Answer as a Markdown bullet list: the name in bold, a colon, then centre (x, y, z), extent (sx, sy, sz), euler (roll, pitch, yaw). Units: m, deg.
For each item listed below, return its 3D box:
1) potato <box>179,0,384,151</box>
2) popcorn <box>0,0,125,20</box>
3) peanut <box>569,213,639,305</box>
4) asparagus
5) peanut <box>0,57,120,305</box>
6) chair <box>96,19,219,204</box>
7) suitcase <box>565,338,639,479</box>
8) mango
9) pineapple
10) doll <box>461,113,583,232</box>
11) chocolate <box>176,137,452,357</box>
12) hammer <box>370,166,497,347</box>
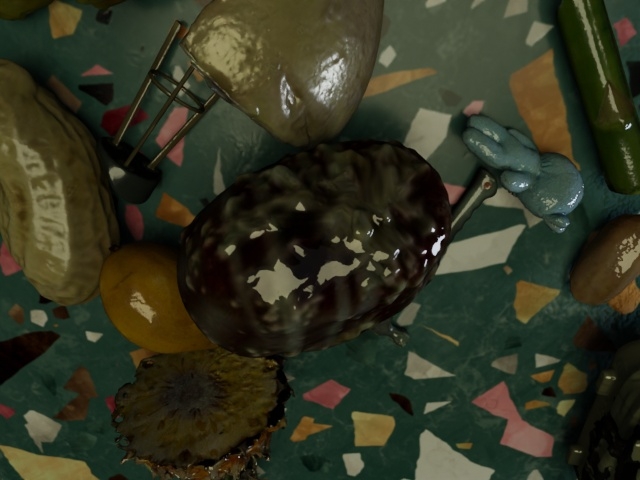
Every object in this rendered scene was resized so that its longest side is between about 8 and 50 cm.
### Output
- **potato**: centre (0.008, -0.244, 0.619), extent (0.189, 0.211, 0.264), euler (38, 104, -10)
- **popcorn**: centre (-0.310, -0.368, 0.544), extent (0.325, 0.290, 0.321), euler (15, 110, -24)
- **peanut**: centre (0.403, 0.027, 0.776), extent (0.076, 0.076, 0.152), euler (26, 116, -8)
- **asparagus**: centre (0.352, -0.183, 0.703), extent (0.060, 0.067, 0.278), euler (-14, 108, 36)
- **peanut**: centre (-0.357, -0.069, 0.734), extent (0.153, 0.140, 0.325), euler (-9, 110, 23)
- **chair**: centre (-0.208, -0.160, 0.722), extent (0.095, 0.104, 0.222), euler (40, 104, 14)
- **suitcase**: centre (0.552, 0.289, 0.796), extent (0.338, 0.194, 0.352), euler (-1, 129, 3)
- **mango**: centre (-0.194, 0.087, 0.769), extent (0.109, 0.147, 0.227), euler (-29, 138, 28)
- **pineapple**: centre (-0.149, 0.320, 0.848), extent (0.262, 0.263, 0.272), euler (-4, 122, 3)
- **doll**: centre (0.255, -0.089, 0.734), extent (0.179, 0.120, 0.075), euler (28, 151, 0)
- **chocolate**: centre (0.000, 0.000, 0.649), extent (0.339, 0.210, 0.225), euler (-17, 75, -10)
- **hammer**: centre (0.154, 0.023, 0.805), extent (0.111, 0.033, 0.288), euler (32, 108, -11)
